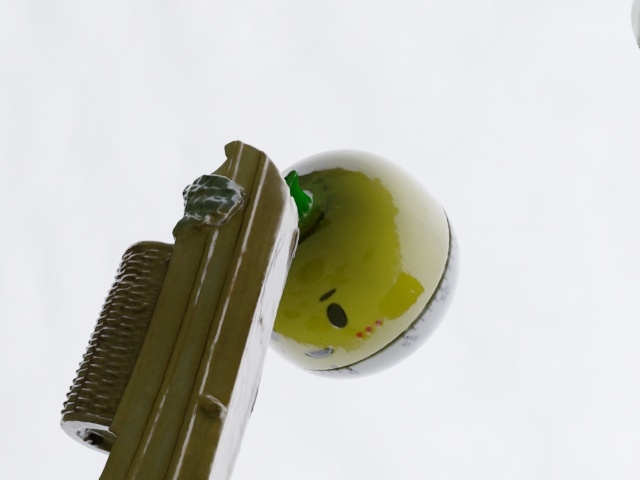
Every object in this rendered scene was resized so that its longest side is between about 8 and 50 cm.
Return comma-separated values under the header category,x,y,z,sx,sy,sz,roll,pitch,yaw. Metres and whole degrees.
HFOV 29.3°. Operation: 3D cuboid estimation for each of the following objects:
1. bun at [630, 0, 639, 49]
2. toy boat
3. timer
category,x,y,z,sx,sy,sz,roll,pitch,yaw
bun,0.256,-0.116,0.631,0.160,0.259,0.259,-48,-114,20
toy boat,-0.098,0.072,0.824,0.115,0.089,0.310,8,-116,12
timer,0.000,0.000,1.381,0.285,0.285,0.285,-1,-91,32
